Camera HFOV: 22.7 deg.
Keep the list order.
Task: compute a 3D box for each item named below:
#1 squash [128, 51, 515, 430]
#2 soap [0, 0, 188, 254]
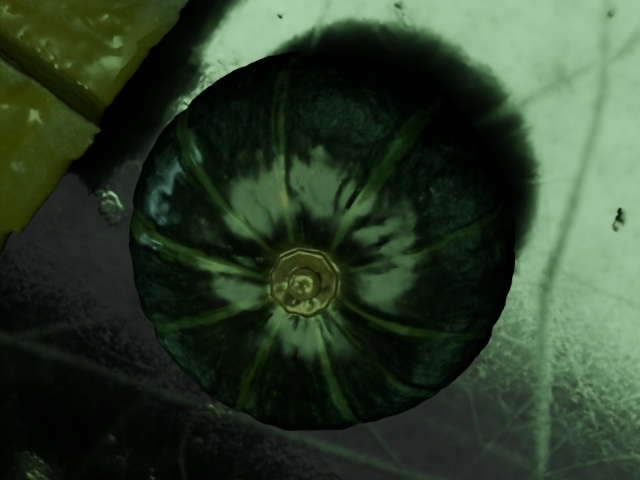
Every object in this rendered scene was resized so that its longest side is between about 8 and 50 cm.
[{"bbox_3d":[0.000,0.000,1.036,0.252,0.165,0.252,3,108,10],"label":"squash"},{"bbox_3d":[-0.253,-0.161,1.030,0.281,0.143,0.259,34,111,-16],"label":"soap"}]
